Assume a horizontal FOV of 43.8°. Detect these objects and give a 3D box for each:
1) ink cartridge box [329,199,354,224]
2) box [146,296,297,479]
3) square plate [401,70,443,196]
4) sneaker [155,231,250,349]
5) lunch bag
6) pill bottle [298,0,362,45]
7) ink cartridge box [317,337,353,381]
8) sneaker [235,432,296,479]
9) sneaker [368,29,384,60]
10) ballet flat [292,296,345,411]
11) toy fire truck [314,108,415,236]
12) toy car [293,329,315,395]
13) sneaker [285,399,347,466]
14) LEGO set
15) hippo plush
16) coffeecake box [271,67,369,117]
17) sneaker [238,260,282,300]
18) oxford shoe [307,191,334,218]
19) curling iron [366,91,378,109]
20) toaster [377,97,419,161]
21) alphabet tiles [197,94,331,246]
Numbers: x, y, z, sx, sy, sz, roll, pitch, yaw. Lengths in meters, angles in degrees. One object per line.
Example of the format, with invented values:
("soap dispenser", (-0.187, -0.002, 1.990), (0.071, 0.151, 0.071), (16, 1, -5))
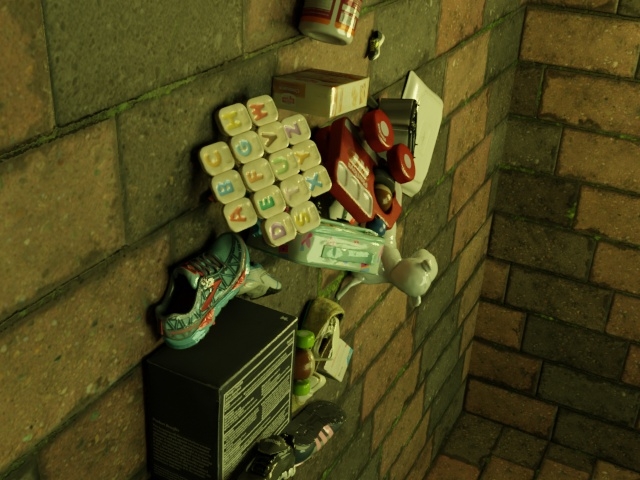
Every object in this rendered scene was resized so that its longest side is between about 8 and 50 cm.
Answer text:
("ink cartridge box", (0.073, -0.086, 2.139), (0.275, 0.060, 0.239), (-54, 148, -38))
("box", (-0.196, 0.316, 1.632), (0.296, 0.183, 0.294), (-38, 140, -54))
("square plate", (0.304, -0.323, 2.516), (0.344, 0.049, 0.347), (12, 93, -67))
("sneaker", (-0.224, 0.079, 1.524), (0.262, 0.104, 0.125), (-62, 152, -27))
("lunch bag", (0.000, 0.000, 1.751), (0.279, 0.224, 0.108), (8, 95, -43))
("pill bottle", (0.036, -0.538, 1.689), (0.121, 0.121, 0.221), (9, 96, -67))
("ink cartridge box", (0.028, 0.335, 2.297), (0.104, 0.062, 0.181), (-68, 156, -15))
("sneaker", (-0.109, 0.447, 1.598), (0.234, 0.078, 0.106), (-9, 111, -68))
("sneaker", (0.137, -0.506, 2.060), (0.035, 0.031, 0.083), (38, 65, -51))
("ballet flat", (-0.025, 0.322, 2.107), (0.348, 0.123, 0.123), (-70, 156, -10))
("toy fire truck", (0.104, -0.142, 1.888), (0.302, 0.169, 0.254), (47, 40, -41))
("toy car", (-0.122, 0.291, 1.907), (0.188, 0.149, 0.155), (-6, 109, -34))
("sneaker", (-0.034, 0.556, 2.278), (0.319, 0.112, 0.131), (-12, 132, -61))
("LEGO set", (-0.145, -0.093, 1.587), (0.227, 0.087, 0.093), (41, 51, -31))
("hippo plush", (0.224, 0.053, 2.337), (0.294, 0.237, 0.234), (-30, 131, -59))
("coffeecake box", (0.002, -0.321, 1.722), (0.185, 0.142, 0.068), (-32, 132, -58))
("sneaker", (-0.145, 0.081, 1.738), (0.237, 0.085, 0.086), (34, 40, -74))
("oxford shoe", (-0.020, -0.070, 1.922), (0.096, 0.083, 0.227), (34, 61, -63))
("curling iron", (0.101, -0.367, 2.060), (0.068, 0.035, 0.274), (-57, 165, 14))
("toaster", (0.211, -0.294, 2.192), (0.168, 0.110, 0.185), (-76, 167, -47))
("alphabet tiles", (-0.099, -0.138, 1.547), (0.278, 0.021, 0.284), (-26, 96, -39))
